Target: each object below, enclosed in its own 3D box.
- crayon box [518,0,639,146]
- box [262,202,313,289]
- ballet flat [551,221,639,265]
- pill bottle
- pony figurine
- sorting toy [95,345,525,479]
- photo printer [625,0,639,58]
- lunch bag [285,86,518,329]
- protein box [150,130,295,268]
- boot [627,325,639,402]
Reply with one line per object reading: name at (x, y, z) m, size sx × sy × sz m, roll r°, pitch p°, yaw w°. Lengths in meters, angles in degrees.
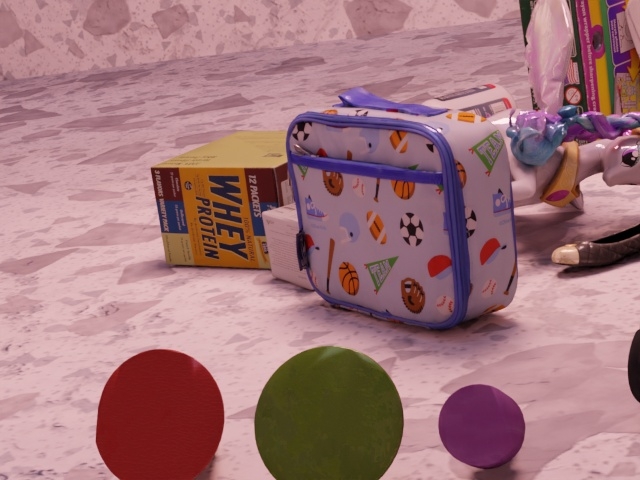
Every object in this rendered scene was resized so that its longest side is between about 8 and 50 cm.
crayon box at (0.423, -0.314, 2.296) m, size 0.106 × 0.363 × 0.313 m, roll 4°, pitch 19°, yaw 41°
box at (0.000, 0.000, 1.907) m, size 0.101 × 0.087 × 0.102 m, roll -17°, pitch 17°, yaw -27°
ballet flat at (0.338, -0.003, 1.795) m, size 0.173 × 0.049 × 0.057 m, roll -15°, pitch 15°, yaw -21°
pill bottle at (0.202, -0.169, 2.383) m, size 0.180 × 0.108 × 0.108 m, roll -16°, pitch 16°, yaw -26°
pony figurine at (0.250, -0.118, 1.934) m, size 0.363 × 0.303 × 0.351 m, roll -15°, pitch 36°, yaw -5°
sorting toy at (-0.002, 0.162, 1.344) m, size 0.365 × 0.127 × 0.126 m, roll -1°, pitch -13°, yaw 17°
photo printer at (0.605, -0.270, 2.257) m, size 0.307 × 0.256 × 0.107 m, roll -18°, pitch -3°, yaw -33°
lunch bag at (0.078, -0.039, 1.706) m, size 0.115 × 0.243 × 0.303 m, roll -19°, pitch 19°, yaw -34°
protein box at (-0.077, -0.057, 2.073) m, size 0.200 × 0.136 × 0.201 m, roll 2°, pitch 18°, yaw 33°
boot at (0.408, 0.091, 1.306) m, size 0.246 × 0.094 × 0.207 m, roll -11°, pitch 10°, yaw -33°
